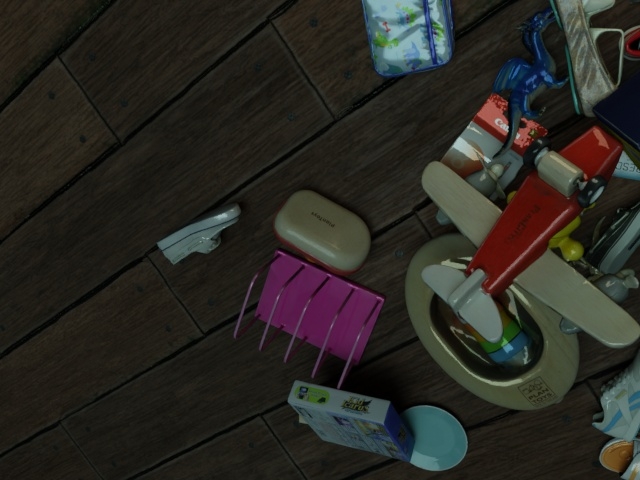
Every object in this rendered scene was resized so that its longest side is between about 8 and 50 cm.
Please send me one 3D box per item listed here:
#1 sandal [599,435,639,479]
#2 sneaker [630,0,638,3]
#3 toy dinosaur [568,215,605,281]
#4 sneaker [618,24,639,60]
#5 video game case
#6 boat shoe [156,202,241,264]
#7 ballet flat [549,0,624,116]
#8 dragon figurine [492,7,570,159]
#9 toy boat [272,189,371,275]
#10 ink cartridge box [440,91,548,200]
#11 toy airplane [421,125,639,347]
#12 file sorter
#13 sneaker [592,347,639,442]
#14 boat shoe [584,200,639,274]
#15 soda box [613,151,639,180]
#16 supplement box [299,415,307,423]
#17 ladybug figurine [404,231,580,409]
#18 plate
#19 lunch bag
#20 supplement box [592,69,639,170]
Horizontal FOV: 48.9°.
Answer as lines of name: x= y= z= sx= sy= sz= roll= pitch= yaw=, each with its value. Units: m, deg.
sandal: x=0.762 y=0.512 z=1.560 sx=0.265 sy=0.076 sz=0.102 roll=12 pitch=112 yaw=15
sneaker: x=0.656 y=-0.453 z=1.263 sx=0.170 sy=0.051 sz=0.089 roll=19 pitch=115 yaw=17
toy dinosaur: x=0.573 y=0.046 z=1.482 sx=0.092 sy=0.053 sz=0.183 roll=-13 pitch=92 yaw=5
sneaker: x=0.651 y=-0.367 z=1.250 sx=0.221 sy=0.128 sz=0.087 roll=-18 pitch=102 yaw=25
video game case: x=0.080 y=0.435 z=1.689 sx=0.244 sy=0.061 sz=0.269 roll=8 pitch=150 yaw=26
boat shoe: x=-0.289 y=-0.010 z=1.736 sx=0.267 sy=0.096 sz=0.088 roll=-24 pitch=104 yaw=27
ballet flat: x=0.487 y=-0.386 z=1.274 sx=0.106 sy=0.107 sz=0.316 roll=-12 pitch=102 yaw=31
dragon figurine: x=0.390 y=-0.309 z=1.386 sx=0.144 sy=0.085 sz=0.289 roll=37 pitch=112 yaw=6
toy boat: x=0.000 y=0.000 z=1.629 sx=0.231 sy=0.151 sz=0.151 roll=30 pitch=146 yaw=8
ink cartridge box: x=0.360 y=-0.192 z=1.466 sx=0.145 sy=0.045 sz=0.179 roll=37 pitch=119 yaw=3
toy airplane: x=0.380 y=0.011 z=1.307 sx=0.384 sy=0.272 sz=0.386 roll=-9 pitch=82 yaw=33
file sorter: x=-0.031 y=0.189 z=1.666 sx=0.290 sy=0.182 sz=0.202 roll=24 pitch=115 yaw=10
sneaker: x=0.661 y=0.330 z=1.526 sx=0.092 sy=0.087 sz=0.229 roll=16 pitch=112 yaw=16
boat shoe: x=0.616 y=-0.033 z=1.407 sx=0.219 sy=0.078 sz=0.070 roll=-52 pitch=49 yaw=8
soda box: x=0.607 y=-0.157 z=1.382 sx=0.183 sy=0.058 sz=0.063 roll=12 pitch=113 yaw=16
supplement box: x=-0.022 y=0.429 z=1.831 sx=0.062 sy=0.036 sz=0.098 roll=7 pitch=111 yaw=18
ladybug figurine: x=0.374 y=0.166 z=1.524 sx=0.305 sy=0.162 sz=0.449 roll=-35 pitch=94 yaw=25
plate: x=0.273 y=0.488 z=1.756 sx=0.188 sy=0.024 sz=0.188 roll=7 pitch=112 yaw=17
lunch bag: x=0.179 y=-0.448 z=1.413 sx=0.176 sy=0.090 sz=0.219 roll=-5 pitch=108 yaw=18
supplement box: x=0.676 y=-0.142 z=1.213 sx=0.194 sy=0.195 sz=0.356 roll=-41 pitch=113 yaw=17
